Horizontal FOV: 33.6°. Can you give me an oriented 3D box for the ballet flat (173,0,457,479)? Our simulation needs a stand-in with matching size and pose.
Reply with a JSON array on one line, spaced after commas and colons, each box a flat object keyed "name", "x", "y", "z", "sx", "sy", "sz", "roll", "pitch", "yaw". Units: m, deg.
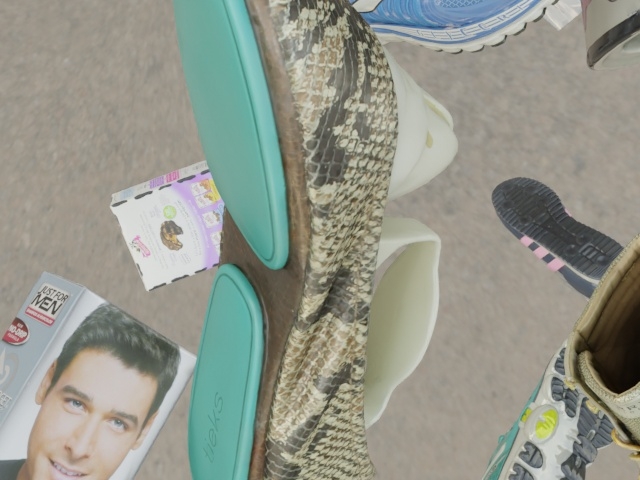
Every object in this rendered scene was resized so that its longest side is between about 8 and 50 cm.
[{"name": "ballet flat", "x": 0.000, "y": 0.000, "z": 0.695, "sx": 0.182, "sy": 0.164, "sz": 0.483, "roll": -15, "pitch": 130, "yaw": -22}]

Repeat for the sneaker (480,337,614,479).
[{"name": "sneaker", "x": 0.234, "y": 0.198, "z": 1.110, "sx": 0.107, "sy": 0.110, "sz": 0.275, "roll": 47, "pitch": 56, "yaw": -5}]

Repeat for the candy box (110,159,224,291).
[{"name": "candy box", "x": -0.228, "y": -0.029, "z": 1.762, "sx": 0.196, "sy": 0.070, "sz": 0.165, "roll": -20, "pitch": 112, "yaw": -1}]

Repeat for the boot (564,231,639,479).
[{"name": "boot", "x": 0.179, "y": 0.117, "z": 0.546, "sx": 0.165, "sy": 0.077, "sz": 0.213, "roll": 40, "pitch": 62, "yaw": -42}]

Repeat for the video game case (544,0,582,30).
[{"name": "video game case", "x": 0.277, "y": -0.444, "z": 1.423, "sx": 0.244, "sy": 0.269, "sz": 0.061, "roll": 37, "pitch": 139, "yaw": -10}]

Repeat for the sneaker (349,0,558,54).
[{"name": "sneaker", "x": 0.070, "y": -0.244, "z": 0.910, "sx": 0.330, "sy": 0.130, "sz": 0.147, "roll": -6, "pitch": 143, "yaw": 34}]

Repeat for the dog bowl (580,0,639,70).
[{"name": "dog bowl", "x": 0.413, "y": -0.305, "z": 0.961, "sx": 0.407, "sy": 0.408, "sz": 0.150, "roll": -22, "pitch": 87, "yaw": -1}]

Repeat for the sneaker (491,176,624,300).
[{"name": "sneaker", "x": 0.408, "y": 0.011, "z": 1.832, "sx": 0.112, "sy": 0.319, "sz": 0.131, "roll": -31, "pitch": 134, "yaw": -8}]

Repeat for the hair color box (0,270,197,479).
[{"name": "hair color box", "x": -0.318, "y": 0.245, "z": 1.204, "sx": 0.185, "sy": 0.113, "sz": 0.375, "roll": 38, "pitch": 75, "yaw": -36}]
